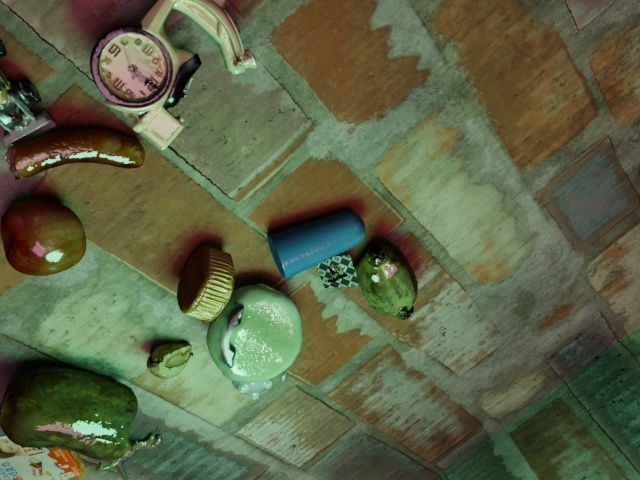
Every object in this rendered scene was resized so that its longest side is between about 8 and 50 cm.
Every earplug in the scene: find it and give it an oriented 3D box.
[{"bbox_3d":[0.000,0.000,1.787,0.273,0.132,0.132,-21,130,-11],"label":"earplug"}]

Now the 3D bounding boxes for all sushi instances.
[{"bbox_3d":[0.052,0.088,1.914,0.120,0.026,0.126,-5,127,22],"label":"sushi"}]

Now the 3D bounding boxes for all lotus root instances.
[{"bbox_3d":[0.207,0.114,1.935,0.173,0.173,0.309,-27,130,-2],"label":"lotus root"},{"bbox_3d":[-0.709,0.477,1.757,0.346,0.250,0.250,19,116,-29],"label":"lotus root"}]

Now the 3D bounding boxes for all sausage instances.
[{"bbox_3d":[-0.546,-0.199,1.417,0.302,0.076,0.103,-11,129,-26],"label":"sausage"}]

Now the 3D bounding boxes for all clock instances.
[{"bbox_3d":[-0.296,-0.402,1.328,0.379,0.120,0.276,-45,116,0],"label":"clock"}]

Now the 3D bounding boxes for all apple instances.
[{"bbox_3d":[-0.651,-0.008,1.477,0.168,0.181,0.181,-19,134,-39],"label":"apple"}]

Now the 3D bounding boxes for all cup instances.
[{"bbox_3d":[-0.204,0.421,1.999,0.173,0.142,0.134,23,113,-35],"label":"cup"}]

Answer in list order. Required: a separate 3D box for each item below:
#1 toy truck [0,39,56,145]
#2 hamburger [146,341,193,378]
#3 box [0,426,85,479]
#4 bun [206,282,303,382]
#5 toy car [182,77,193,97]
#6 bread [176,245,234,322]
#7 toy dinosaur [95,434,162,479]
[{"bbox_3d":[-0.666,-0.304,1.287,0.136,0.111,0.286,-29,133,-2],"label":"toy truck"},{"bbox_3d":[-0.461,0.354,1.862,0.102,0.176,0.087,3,101,20],"label":"hamburger"},{"bbox_3d":[-0.897,0.656,1.921,0.265,0.048,0.273,-12,129,-1],"label":"box"},{"bbox_3d":[-0.202,0.265,1.864,0.293,0.187,0.293,-5,103,-24],"label":"bun"},{"bbox_3d":[-0.355,-0.373,1.401,0.143,0.054,0.073,17,101,-28],"label":"toy car"},{"bbox_3d":[-0.313,0.115,1.693,0.104,0.199,0.199,24,113,-30],"label":"bread"},{"bbox_3d":[-0.652,0.728,2.090,0.200,0.072,0.251,23,104,-45],"label":"toy dinosaur"}]
